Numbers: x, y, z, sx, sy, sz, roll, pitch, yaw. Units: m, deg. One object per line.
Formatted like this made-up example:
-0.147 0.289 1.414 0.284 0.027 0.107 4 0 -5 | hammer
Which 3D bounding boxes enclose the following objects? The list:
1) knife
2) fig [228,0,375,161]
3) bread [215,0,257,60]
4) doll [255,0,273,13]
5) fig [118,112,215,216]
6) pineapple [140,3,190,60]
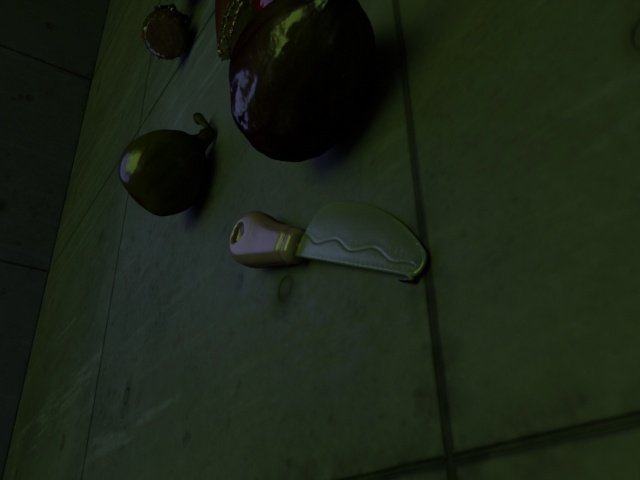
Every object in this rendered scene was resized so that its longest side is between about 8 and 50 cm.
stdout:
0.001 -0.003 0.643 0.336 0.043 0.081 2 70 53 | knife
-0.005 -0.205 0.618 0.274 0.146 0.170 124 149 -54 | fig
-0.141 -0.401 1.041 0.119 0.067 0.192 -50 37 34 | bread
-0.028 -0.354 0.816 0.217 0.085 0.183 33 105 50 | doll
-0.245 -0.125 1.037 0.142 0.186 0.148 64 164 -14 | fig
-0.370 -0.505 1.451 0.119 0.111 0.237 -30 31 6 | pineapple
